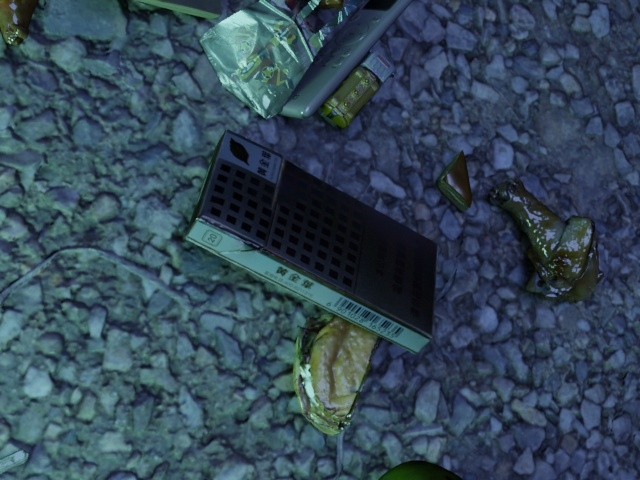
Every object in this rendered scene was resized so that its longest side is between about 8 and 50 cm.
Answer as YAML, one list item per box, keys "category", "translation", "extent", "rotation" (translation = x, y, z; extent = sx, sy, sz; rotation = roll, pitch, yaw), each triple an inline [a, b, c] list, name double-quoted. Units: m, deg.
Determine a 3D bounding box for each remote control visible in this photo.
- category: "remote control"
  translation: [0.034, -0.259, 1.387]
  extent: [0.261, 0.067, 0.029]
  rotation: [-50, 131, -21]

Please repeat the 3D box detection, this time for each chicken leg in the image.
- category: "chicken leg"
  translation: [0.322, -0.005, 1.448]
  extent: [0.125, 0.080, 0.196]
  rotation: [-20, 87, -11]

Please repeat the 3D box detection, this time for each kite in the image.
- category: "kite"
  translation: [-0.034, -0.274, 1.316]
  extent: [0.245, 0.015, 0.141]
  rotation: [-41, 95, 14]

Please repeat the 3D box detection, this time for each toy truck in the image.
- category: "toy truck"
  translation: [0.048, -0.201, 1.383]
  extent: [0.052, 0.063, 0.123]
  rotation: [43, 68, -8]

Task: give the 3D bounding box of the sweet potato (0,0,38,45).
- category: "sweet potato"
  translation: [-0.351, -0.386, 1.233]
  extent: [0.131, 0.131, 0.336]
  rotation: [0, 81, -21]

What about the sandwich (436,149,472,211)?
- category: "sandwich"
  translation: [0.183, -0.082, 1.431]
  extent: [0.044, 0.031, 0.083]
  rotation: [-4, 79, -26]

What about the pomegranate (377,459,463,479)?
- category: "pomegranate"
  translation: [0.104, 0.376, 1.249]
  extent: [0.225, 0.187, 0.187]
  rotation: [-41, 97, 3]

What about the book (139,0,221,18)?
- category: "book"
  translation: [-0.215, -0.429, 1.298]
  extent: [0.215, 0.025, 0.282]
  rotation: [0, 81, -49]

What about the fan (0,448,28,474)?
- category: "fan"
  translation: [-0.475, 0.329, 1.108]
  extent: [0.294, 0.012, 0.223]
  rotation: [7, 78, -19]

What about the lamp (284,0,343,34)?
- category: "lamp"
  translation: [-0.029, -0.370, 1.353]
  extent: [0.118, 0.118, 0.253]
  rotation: [-25, 95, -23]

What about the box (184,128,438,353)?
- category: "box"
  translation: [-0.001, 0.001, 1.292]
  extent: [0.325, 0.047, 0.180]
  rotation: [28, 40, -15]

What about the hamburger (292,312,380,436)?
- category: "hamburger"
  translation: [0.006, 0.149, 1.293]
  extent: [0.102, 0.087, 0.176]
  rotation: [23, 64, -4]
